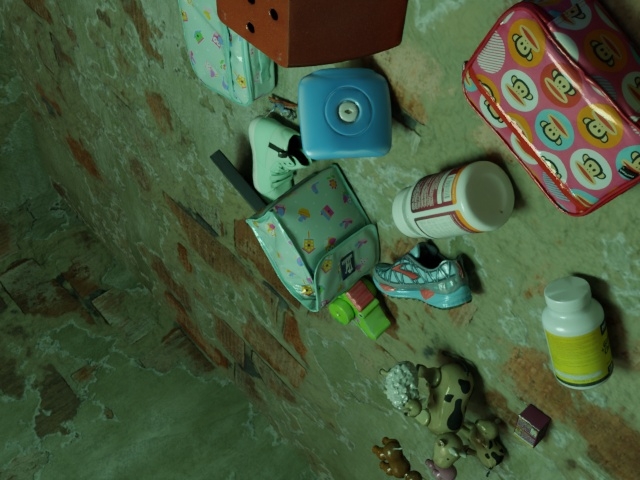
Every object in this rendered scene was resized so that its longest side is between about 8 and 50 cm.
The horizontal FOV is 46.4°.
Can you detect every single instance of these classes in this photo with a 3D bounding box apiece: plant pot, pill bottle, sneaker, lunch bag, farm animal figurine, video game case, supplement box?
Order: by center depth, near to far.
[{"bbox_3d":[0.339,-0.186,1.056,0.293,0.120,0.258,52,157,8],"label":"lunch bag"},{"bbox_3d":[-0.027,-0.437,1.209,0.267,0.235,0.267,40,149,24],"label":"plant pot"},{"bbox_3d":[0.439,0.158,1.286,0.103,0.103,0.184,16,135,50],"label":"pill bottle"},{"bbox_3d":[0.231,-0.066,1.344,0.121,0.121,0.221,60,153,-10],"label":"pill bottle"},{"bbox_3d":[0.212,0.058,1.572,0.261,0.104,0.125,10,112,48],"label":"sneaker"},{"bbox_3d":[0.453,0.399,1.603,0.055,0.043,0.083,37,149,31],"label":"supplement box"},{"bbox_3d":[-0.198,-0.442,1.611,0.224,0.107,0.279,36,147,32],"label":"lunch bag"},{"bbox_3d":[0.000,0.000,1.670,0.160,0.223,0.262,-18,106,56],"label":"lunch bag"},{"bbox_3d":[0.296,0.423,1.700,0.172,0.330,0.327,9,100,57],"label":"farm animal figurine"},{"bbox_3d":[-0.084,-0.161,1.765,0.151,0.094,0.256,28,144,38],"label":"sneaker"},{"bbox_3d":[-0.165,-0.095,1.925,0.275,0.035,0.248,49,177,9],"label":"video game case"}]

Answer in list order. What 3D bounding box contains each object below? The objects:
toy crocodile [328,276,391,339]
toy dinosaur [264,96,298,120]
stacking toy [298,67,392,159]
[{"bbox_3d":[0.051,0.091,1.810,0.341,0.115,0.105,55,152,0],"label":"toy crocodile"},{"bbox_3d":[-0.085,-0.306,1.686,0.090,0.047,0.082,-45,70,29],"label":"toy dinosaur"},{"bbox_3d":[0.020,-0.232,1.491,0.302,0.175,0.166,176,90,-78],"label":"stacking toy"}]
